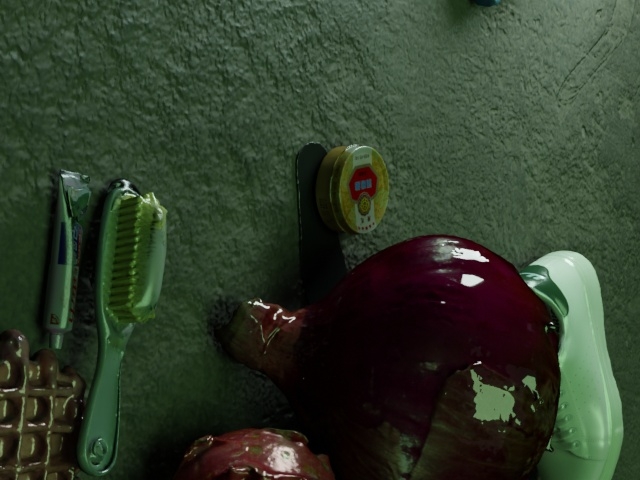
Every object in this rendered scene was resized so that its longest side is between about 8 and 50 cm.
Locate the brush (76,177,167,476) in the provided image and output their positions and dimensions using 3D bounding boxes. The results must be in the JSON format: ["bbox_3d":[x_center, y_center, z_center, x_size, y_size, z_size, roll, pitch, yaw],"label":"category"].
[{"bbox_3d":[-0.183,0.079,1.415,0.068,0.060,0.297,29,60,-53],"label":"brush"}]

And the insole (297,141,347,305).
[{"bbox_3d":[-0.001,0.000,1.708,0.080,0.003,0.232,-24,112,-46],"label":"insole"}]

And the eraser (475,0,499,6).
[{"bbox_3d":[0.280,-0.436,1.955,0.312,0.042,0.144,-41,125,-39],"label":"eraser"}]

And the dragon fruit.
[{"bbox_3d":[-0.069,0.284,1.520,0.210,0.205,0.268,64,12,-12],"label":"dragon fruit"}]

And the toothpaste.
[{"bbox_3d":[-0.244,0.019,1.407,0.045,0.028,0.170,13,81,-56],"label":"toothpaste"}]

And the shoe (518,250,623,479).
[{"bbox_3d":[0.314,0.203,2.011,0.160,0.131,0.363,-13,100,-49],"label":"shoe"}]

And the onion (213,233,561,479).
[{"bbox_3d":[0.070,0.142,1.618,0.385,0.348,0.348,18,79,-11],"label":"onion"}]

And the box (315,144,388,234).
[{"bbox_3d":[0.037,-0.059,1.714,0.105,0.037,0.105,-8,100,-53],"label":"box"}]

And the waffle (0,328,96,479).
[{"bbox_3d":[-0.292,0.204,1.350,0.234,0.055,0.221,-52,132,-35],"label":"waffle"}]
